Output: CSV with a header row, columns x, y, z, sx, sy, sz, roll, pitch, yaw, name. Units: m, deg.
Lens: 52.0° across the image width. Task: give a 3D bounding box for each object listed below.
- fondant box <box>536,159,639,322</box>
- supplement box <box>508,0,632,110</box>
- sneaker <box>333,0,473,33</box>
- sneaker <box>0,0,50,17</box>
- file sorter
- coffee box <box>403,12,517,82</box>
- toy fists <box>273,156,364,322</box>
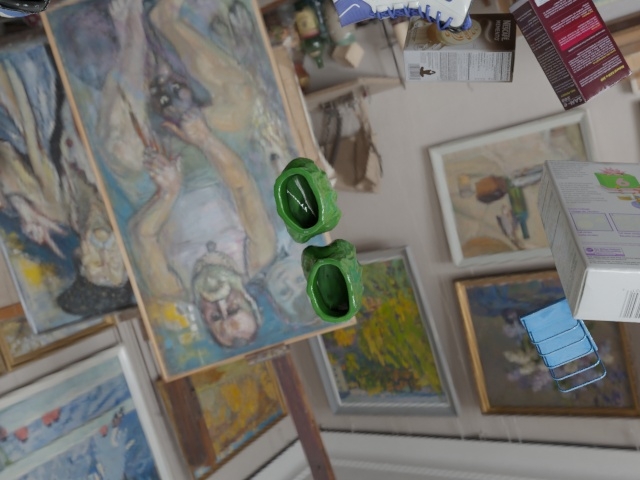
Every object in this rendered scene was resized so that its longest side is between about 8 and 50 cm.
x,y,z,sx,sy,sz,roll,pitch,yaw,name
0.487,-0.010,1.013,0.239,0.096,0.330,3,-146,6,fondant box
0.493,-0.395,1.296,0.130,0.239,0.073,-31,-176,-14,supplement box
0.186,-0.446,1.199,0.316,0.182,0.127,-25,-175,12,sneaker
-0.312,-0.251,0.578,0.085,0.058,0.152,14,168,38,sneaker
0.542,0.234,1.458,0.118,0.170,0.104,-28,-156,17,file sorter
0.326,-0.447,1.523,0.247,0.098,0.141,4,-125,14,coffee box
0.000,0.000,1.074,0.096,0.279,0.142,-19,-175,18,toy fists
